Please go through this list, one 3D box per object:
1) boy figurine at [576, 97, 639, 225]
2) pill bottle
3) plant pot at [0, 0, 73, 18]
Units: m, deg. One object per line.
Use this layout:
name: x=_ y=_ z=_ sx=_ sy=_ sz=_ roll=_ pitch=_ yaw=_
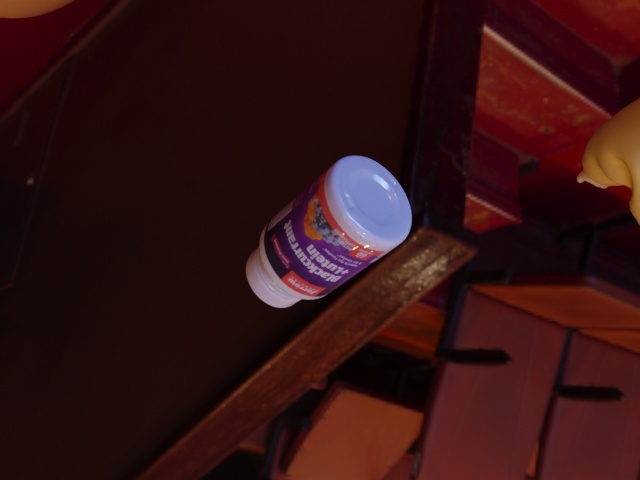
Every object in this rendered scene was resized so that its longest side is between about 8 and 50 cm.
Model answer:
boy figurine: x=0.236 y=-0.039 z=0.462 sx=0.177 sy=0.092 sz=0.285 roll=19 pitch=150 yaw=40
pill bottle: x=0.000 y=0.000 z=0.850 sx=0.108 sy=0.108 sz=0.193 roll=19 pitch=142 yaw=-30
plant pot: x=-0.167 y=-0.309 z=0.474 sx=0.203 sy=0.291 sz=0.291 roll=-9 pitch=154 yaw=30
